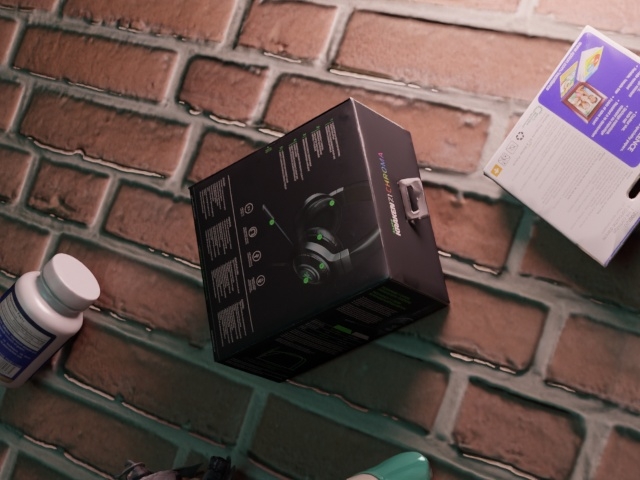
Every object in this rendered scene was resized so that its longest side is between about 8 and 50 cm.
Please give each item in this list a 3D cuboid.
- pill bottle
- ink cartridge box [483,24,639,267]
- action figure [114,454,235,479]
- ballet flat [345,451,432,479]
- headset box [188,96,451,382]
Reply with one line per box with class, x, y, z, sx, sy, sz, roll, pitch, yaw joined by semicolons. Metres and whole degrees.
pill bottle;-0.400;0.109;2.032;0.186;0.112;0.112;-43;53;18
ink cartridge box;0.308;-0.100;1.586;0.206;0.045;0.208;-55;49;10
action figure;-0.165;0.321;1.715;0.285;0.185;0.099;27;136;52
ballet flat;0.019;0.322;1.641;0.247;0.087;0.083;-41;53;20
headset box;0.000;0.000;1.739;0.283;0.131;0.246;-28;59;28
